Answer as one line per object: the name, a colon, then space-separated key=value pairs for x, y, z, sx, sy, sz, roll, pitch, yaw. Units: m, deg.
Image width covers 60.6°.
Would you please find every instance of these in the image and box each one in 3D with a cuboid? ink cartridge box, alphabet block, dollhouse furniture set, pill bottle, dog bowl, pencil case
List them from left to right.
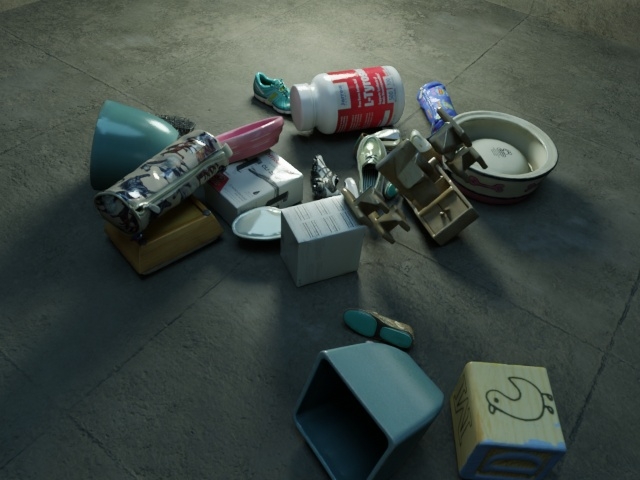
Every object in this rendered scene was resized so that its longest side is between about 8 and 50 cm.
pencil case: x=-0.442 y=-0.174 z=1.595 sx=0.183 sy=0.160 sz=0.410 roll=14 pitch=43 yaw=32
ink cartridge box: x=-0.218 y=-0.173 z=1.811 sx=0.272 sy=0.114 sz=0.197 roll=-30 pitch=54 yaw=-30
pill bottle: x=0.098 y=-0.536 z=2.110 sx=0.407 sy=0.229 sz=0.229 roll=-12 pitch=48 yaw=-16
ink cartridge box: x=0.274 y=-0.396 z=2.128 sx=0.062 sy=0.029 sz=0.115 roll=0 pitch=45 yaw=-4
dollhouse furniture set: x=0.291 y=-0.189 z=1.667 sx=0.362 sy=0.394 sz=0.257 roll=-40 pitch=50 yaw=14
pencil case: x=0.472 y=-0.522 z=2.201 sx=0.133 sy=0.119 sz=0.306 roll=21 pitch=39 yaw=-26
dog bowl: x=0.625 y=-0.295 z=1.977 sx=0.407 sy=0.151 sz=0.408 roll=2 pitch=45 yaw=-2
alphabet block: x=0.414 y=0.414 z=1.243 sx=0.192 sy=0.194 sz=0.197 roll=5 pitch=46 yaw=-2

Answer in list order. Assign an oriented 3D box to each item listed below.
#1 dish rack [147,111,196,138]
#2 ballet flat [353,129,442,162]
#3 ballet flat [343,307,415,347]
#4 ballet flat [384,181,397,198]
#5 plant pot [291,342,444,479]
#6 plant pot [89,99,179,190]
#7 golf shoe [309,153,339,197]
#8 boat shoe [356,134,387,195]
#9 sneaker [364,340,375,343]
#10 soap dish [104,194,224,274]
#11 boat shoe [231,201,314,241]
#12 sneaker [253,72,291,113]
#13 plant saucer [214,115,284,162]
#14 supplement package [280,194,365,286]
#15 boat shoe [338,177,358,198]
dish rack: x=-0.584 y=-0.415 z=2.026 sx=0.208 sy=0.074 sz=0.272 roll=10 pitch=37 yaw=3
ballet flat: x=0.295 y=-0.351 z=2.020 sx=0.341 sy=0.124 sz=0.116 roll=4 pitch=44 yaw=-1
ballet flat: x=0.162 y=0.234 z=1.496 sx=0.206 sy=0.073 sz=0.067 roll=24 pitch=21 yaw=14
ballet flat: x=0.256 y=-0.197 z=1.929 sx=0.052 sy=0.057 sz=0.168 roll=3 pitch=34 yaw=39
plant pot: x=0.129 y=0.378 z=1.229 sx=0.252 sy=0.247 sz=0.248 roll=-12 pitch=46 yaw=-38
plant pot: x=-0.592 y=-0.285 z=1.784 sx=0.234 sy=0.293 sz=0.293 roll=11 pitch=45 yaw=-12
golf shoe: x=0.016 y=-0.221 z=1.916 sx=0.093 sy=0.077 sz=0.198 roll=5 pitch=52 yaw=-15
boat shoe: x=0.179 y=-0.247 z=1.875 sx=0.108 sy=0.094 sz=0.303 roll=0 pitch=63 yaw=4
sneaker: x=0.177 y=0.305 z=1.429 sx=0.070 sy=0.051 sz=0.134 roll=-28 pitch=57 yaw=-30
soap dish: x=-0.476 y=-0.046 z=1.664 sx=0.290 sy=0.118 sz=0.229 roll=-29 pitch=55 yaw=-30
boat shoe: x=-0.116 y=-0.043 z=1.713 sx=0.319 sy=0.099 sz=0.116 roll=-11 pitch=64 yaw=-13
sneaker: x=-0.168 y=-0.598 z=2.230 sx=0.275 sy=0.110 sz=0.107 roll=28 pitch=50 yaw=20
plant saucer: x=-0.276 y=-0.339 z=1.903 sx=0.331 sy=0.084 sz=0.332 roll=-19 pitch=18 yaw=6
supplement package: x=0.000 y=0.000 z=1.606 sx=0.202 sy=0.194 sz=0.149 roll=-14 pitch=49 yaw=-18
boat shoe: x=0.092 y=-0.139 z=1.847 sx=0.063 sy=0.066 sz=0.184 roll=-3 pitch=56 yaw=-9
